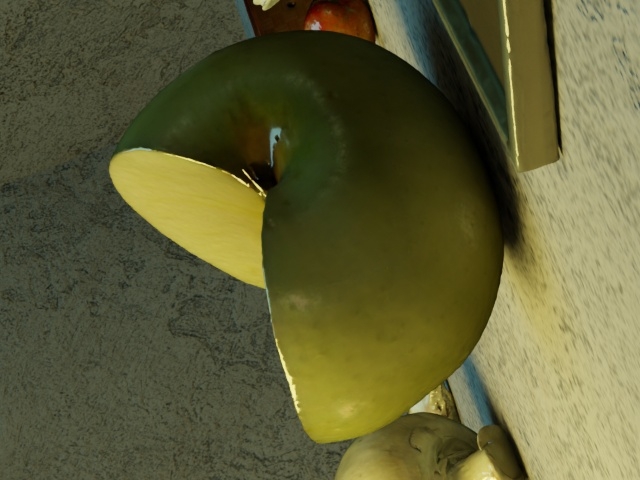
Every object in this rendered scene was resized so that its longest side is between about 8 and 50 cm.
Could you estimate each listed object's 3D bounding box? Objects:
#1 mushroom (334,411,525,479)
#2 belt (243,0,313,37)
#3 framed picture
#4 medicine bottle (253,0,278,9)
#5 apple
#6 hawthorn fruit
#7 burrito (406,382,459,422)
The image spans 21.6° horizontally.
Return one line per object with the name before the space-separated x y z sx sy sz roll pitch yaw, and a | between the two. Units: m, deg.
mushroom | 0.130 0.280 1.747 0.246 0.202 0.246 27 -143 -22
belt | -0.010 -0.186 1.847 0.184 0.105 0.261 71 177 -76
framed picture | 0.029 -0.296 0.923 0.326 0.028 0.446 74 175 -58
medicine bottle | -0.131 -0.355 1.509 0.324 0.124 0.179 45 -154 -1
apple | 0.012 -0.017 1.241 0.295 0.233 0.258 50 179 37
hawthorn fruit | 0.017 -0.198 1.573 0.077 0.077 0.077 160 90 -88
burrito | 0.146 0.213 2.223 0.058 0.063 0.229 18 133 51
